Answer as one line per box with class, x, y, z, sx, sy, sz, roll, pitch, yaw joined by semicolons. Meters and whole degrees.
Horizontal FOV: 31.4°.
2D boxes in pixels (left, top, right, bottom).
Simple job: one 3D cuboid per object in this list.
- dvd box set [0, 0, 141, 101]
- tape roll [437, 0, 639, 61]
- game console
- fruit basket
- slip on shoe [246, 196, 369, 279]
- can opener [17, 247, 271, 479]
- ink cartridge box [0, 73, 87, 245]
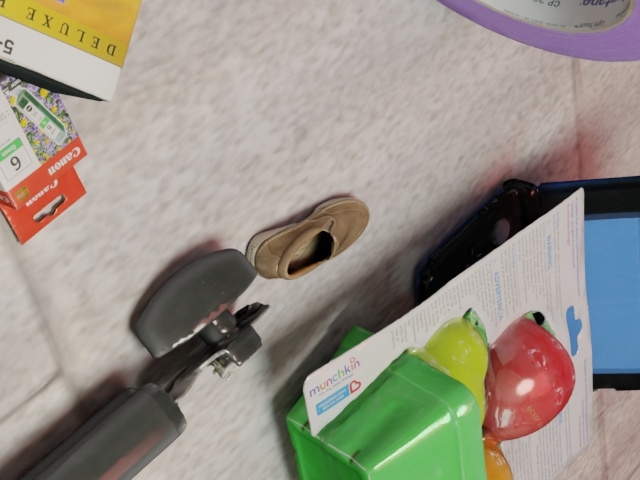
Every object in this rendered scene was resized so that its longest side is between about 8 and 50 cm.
dvd box set;-0.174;-0.313;0.568;0.307;0.062;0.420;19;86;-51
tape roll;0.159;-0.242;0.839;0.275;0.275;0.090;37;76;-50
game console;0.253;0.094;1.173;0.250;0.173;0.293;-41;132;-32
fruit basket;0.133;0.159;1.062;0.353;0.165;0.327;-37;131;-34
slip on shoe;0.000;0.000;0.940;0.135;0.041;0.051;-19;119;-44
can opener;-0.141;0.119;0.818;0.093;0.074;0.280;50;60;-9
ink cartridge box;-0.182;-0.054;0.713;0.063;0.029;0.115;-44;133;-29
